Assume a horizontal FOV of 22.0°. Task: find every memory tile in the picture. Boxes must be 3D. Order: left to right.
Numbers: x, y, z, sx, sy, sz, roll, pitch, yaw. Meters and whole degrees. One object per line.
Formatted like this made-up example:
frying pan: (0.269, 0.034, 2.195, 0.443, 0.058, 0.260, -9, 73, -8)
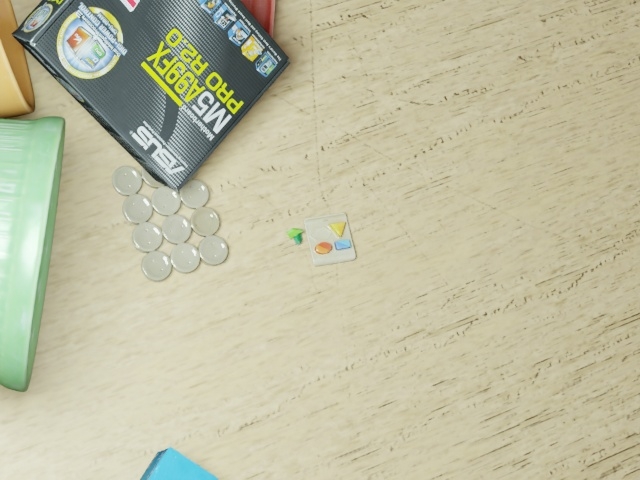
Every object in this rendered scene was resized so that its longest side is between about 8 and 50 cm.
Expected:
memory tile: (-0.181, -0.030, 1.992, 0.113, 0.012, 0.148, -17, 83, -20)

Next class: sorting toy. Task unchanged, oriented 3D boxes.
sorting toy: (0.000, 0.000, 2.040, 0.083, 0.012, 0.062, -9, 81, -19)

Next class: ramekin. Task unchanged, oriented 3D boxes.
ramekin: (-0.370, 0.006, 1.780, 0.148, 0.303, 0.303, 8, 76, -7)

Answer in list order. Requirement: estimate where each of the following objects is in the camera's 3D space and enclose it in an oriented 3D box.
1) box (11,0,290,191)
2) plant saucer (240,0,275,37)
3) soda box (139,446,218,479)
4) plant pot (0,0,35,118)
box: (-0.190, -0.223, 1.909, 0.216, 0.060, 0.270, -50, 125, -11)
plant saucer: (-0.183, -0.346, 2.043, 0.258, 0.048, 0.259, 7, 75, -15)
soda box: (-0.205, 0.343, 1.872, 0.071, 0.067, 0.210, 35, 71, -8)
plant pot: (-0.458, -0.252, 1.831, 0.203, 0.291, 0.291, -18, 83, -4)
